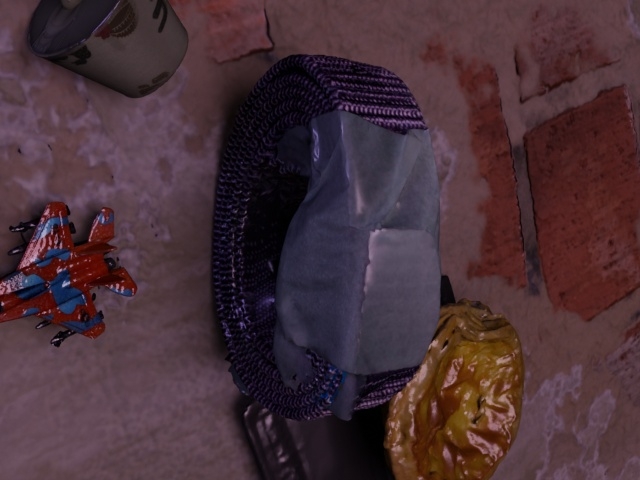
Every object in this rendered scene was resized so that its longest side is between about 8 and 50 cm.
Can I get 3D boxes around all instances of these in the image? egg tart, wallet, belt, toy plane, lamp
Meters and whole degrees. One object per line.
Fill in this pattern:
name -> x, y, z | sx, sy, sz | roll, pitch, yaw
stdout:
egg tart -> 0.139, 0.176, 0.950 | 0.241, 0.106, 0.241 | -9, 103, -42
wallet -> 0.067, 0.215, 0.985 | 0.323, 0.041, 0.247 | -28, 114, -31
belt -> 0.000, 0.000, 0.763 | 0.122, 0.260, 0.325 | 0, 105, -33
toy plane -> -0.252, 0.042, 0.724 | 0.189, 0.061, 0.130 | -21, 111, -25
lamp -> -0.202, -0.205, 0.670 | 0.215, 0.121, 0.121 | 42, 74, -45
